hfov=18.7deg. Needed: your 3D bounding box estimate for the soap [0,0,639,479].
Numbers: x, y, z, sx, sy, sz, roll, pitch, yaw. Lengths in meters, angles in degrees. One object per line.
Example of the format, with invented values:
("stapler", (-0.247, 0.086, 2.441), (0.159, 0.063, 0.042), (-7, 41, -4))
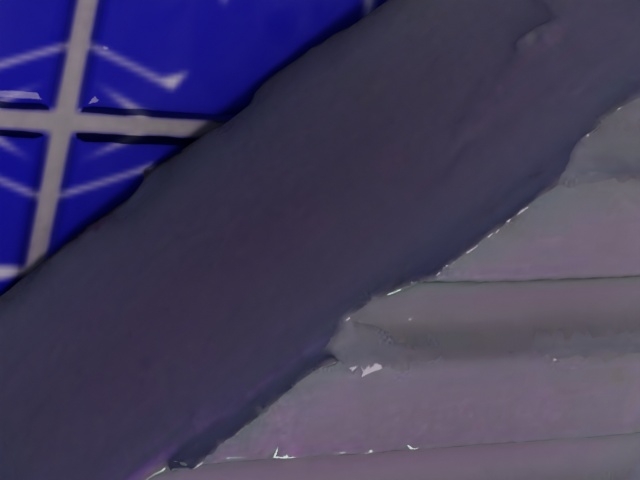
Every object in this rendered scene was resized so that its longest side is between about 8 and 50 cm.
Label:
("soap", (0.000, 0.000, 0.733), (0.302, 0.159, 0.258), (-3, 124, -26))
